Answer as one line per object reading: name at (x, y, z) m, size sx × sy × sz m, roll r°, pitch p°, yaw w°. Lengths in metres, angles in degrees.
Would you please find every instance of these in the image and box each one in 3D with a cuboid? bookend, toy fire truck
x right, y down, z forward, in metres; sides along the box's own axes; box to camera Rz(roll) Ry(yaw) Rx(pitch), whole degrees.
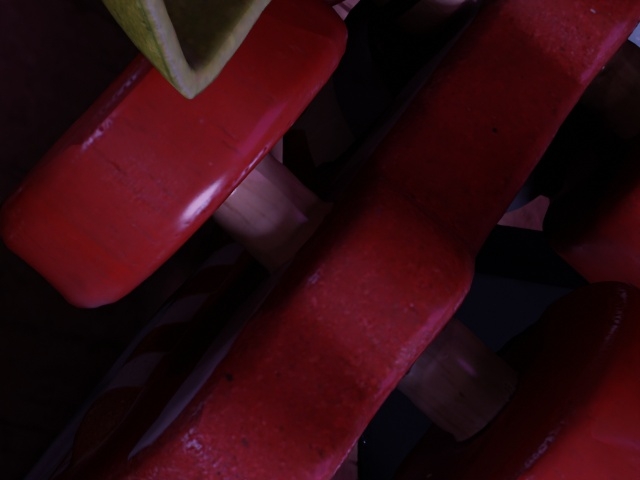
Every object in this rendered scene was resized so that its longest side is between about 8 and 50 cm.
bookend at (0.101, 0.080, 0.806) m, size 0.072 × 0.157 × 0.156 m, roll -26°, pitch 119°, yaw -55°
toy fire truck at (0.000, 0.000, 0.568) m, size 0.169 × 0.254 × 0.302 m, roll 42°, pitch 51°, yaw -9°

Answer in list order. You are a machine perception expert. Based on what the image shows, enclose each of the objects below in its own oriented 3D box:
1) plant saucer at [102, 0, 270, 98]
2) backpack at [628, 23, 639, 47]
plant saucer at (-0.028, -0.160, 0.376) m, size 0.188 × 0.045 × 0.188 m, roll -59°, pitch 146°, yaw -34°
backpack at (0.213, -0.191, 0.907) m, size 0.253 × 0.191 × 0.225 m, roll -51°, pitch 140°, yaw -34°
